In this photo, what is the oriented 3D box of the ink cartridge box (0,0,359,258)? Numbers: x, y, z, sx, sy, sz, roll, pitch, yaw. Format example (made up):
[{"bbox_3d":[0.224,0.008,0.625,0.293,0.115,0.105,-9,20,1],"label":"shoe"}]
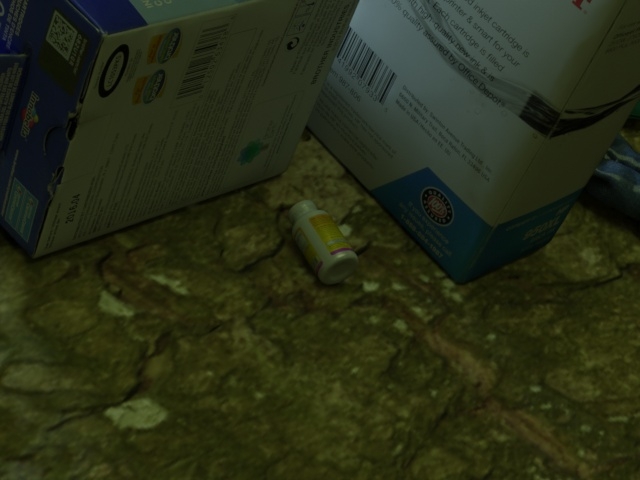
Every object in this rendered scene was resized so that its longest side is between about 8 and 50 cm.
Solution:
[{"bbox_3d":[-0.170,-0.153,1.511,0.395,0.270,0.151,-23,59,-43],"label":"ink cartridge box"}]

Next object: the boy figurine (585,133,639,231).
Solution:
[{"bbox_3d":[0.276,-0.124,1.864,0.285,0.092,0.177,34,43,4],"label":"boy figurine"}]

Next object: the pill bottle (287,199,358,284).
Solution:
[{"bbox_3d":[0.000,0.000,1.615,0.043,0.043,0.083,-9,52,-35],"label":"pill bottle"}]

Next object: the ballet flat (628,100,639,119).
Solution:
[{"bbox_3d":[0.308,-0.193,1.976,0.247,0.083,0.087,9,19,-20],"label":"ballet flat"}]

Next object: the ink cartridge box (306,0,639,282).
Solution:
[{"bbox_3d":[0.174,-0.203,1.653,0.166,0.395,0.285,-21,59,-41],"label":"ink cartridge box"}]
